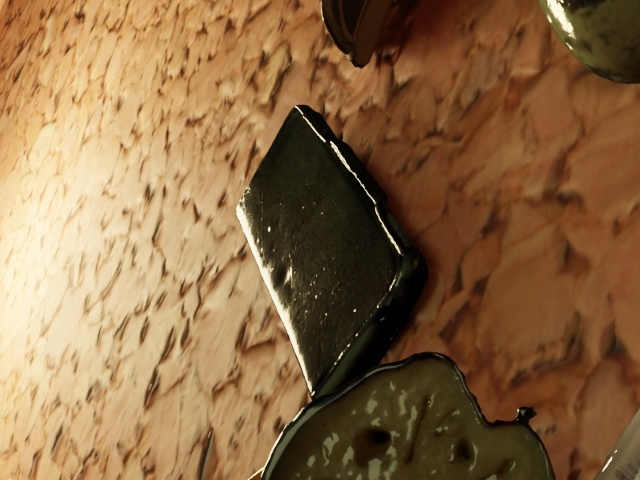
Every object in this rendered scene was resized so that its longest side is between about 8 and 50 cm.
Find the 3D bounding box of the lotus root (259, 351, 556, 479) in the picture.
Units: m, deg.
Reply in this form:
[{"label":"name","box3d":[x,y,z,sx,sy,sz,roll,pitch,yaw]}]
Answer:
[{"label":"lotus root","box3d":[0.067,0.180,0.725,0.203,0.078,0.183,-22,73,13]}]

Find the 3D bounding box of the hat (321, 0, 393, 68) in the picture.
[{"label":"hat","box3d":[0.061,-0.298,0.989,0.232,0.161,0.275,-97,16,-55]}]

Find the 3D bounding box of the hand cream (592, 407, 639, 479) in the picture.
[{"label":"hand cream","box3d":[0.193,0.153,0.611,0.079,0.048,0.255,43,108,41]}]

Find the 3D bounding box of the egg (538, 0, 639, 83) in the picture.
[{"label":"egg","box3d":[0.211,-0.187,0.688,0.141,0.141,0.182,-26,53,49]}]

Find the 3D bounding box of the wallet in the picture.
[{"label":"wallet","box3d":[0.000,0.000,1.002,0.172,0.045,0.318,-60,33,22]}]

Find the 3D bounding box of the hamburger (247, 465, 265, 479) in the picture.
[{"label":"hamburger","box3d":[-0.012,0.274,0.810,0.173,0.116,0.210,-36,40,31]}]
